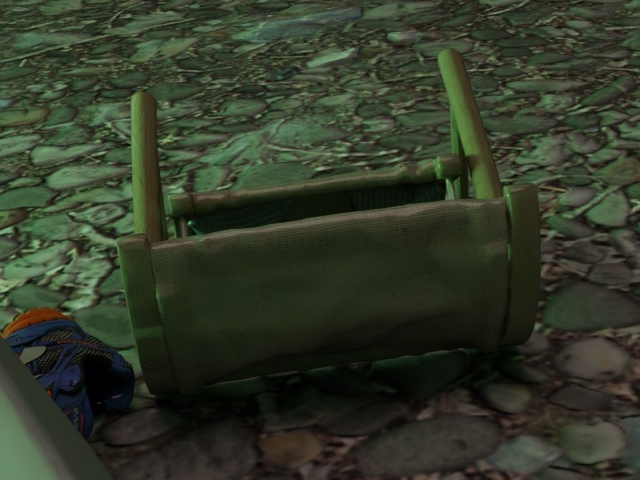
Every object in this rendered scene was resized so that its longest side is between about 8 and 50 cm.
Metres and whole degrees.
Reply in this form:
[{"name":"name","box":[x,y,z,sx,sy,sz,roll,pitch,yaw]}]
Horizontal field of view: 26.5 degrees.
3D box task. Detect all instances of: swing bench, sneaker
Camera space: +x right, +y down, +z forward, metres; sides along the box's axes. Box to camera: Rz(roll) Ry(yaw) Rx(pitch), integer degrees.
[{"name":"swing bench","box":[0.000,0.000,0.940,0.253,0.165,0.254,-7,29,-2]},{"name":"sneaker","box":[-0.185,0.101,0.833,0.087,0.083,0.221,17,24,15]}]

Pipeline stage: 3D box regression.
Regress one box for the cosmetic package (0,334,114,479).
[{"name":"cosmetic package","box":[-0.122,0.193,0.409,0.230,0.161,0.453,-38,36,-10]}]
